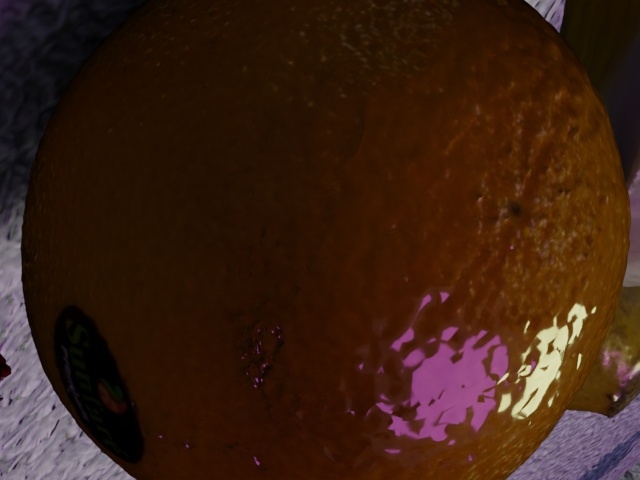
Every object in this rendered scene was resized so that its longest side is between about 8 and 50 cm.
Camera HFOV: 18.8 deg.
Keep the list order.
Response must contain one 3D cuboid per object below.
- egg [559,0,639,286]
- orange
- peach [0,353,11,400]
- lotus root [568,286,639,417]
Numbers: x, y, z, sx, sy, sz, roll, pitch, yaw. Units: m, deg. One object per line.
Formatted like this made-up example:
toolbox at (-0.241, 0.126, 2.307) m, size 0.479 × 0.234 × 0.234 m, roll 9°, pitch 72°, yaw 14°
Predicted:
egg at (0.236, -0.115, 0.964) m, size 0.337 × 0.201 × 0.337 m, roll -167°, pitch -90°, yaw -89°
orange at (0.000, 0.000, 0.849) m, size 0.274 × 0.274 × 0.274 m, roll -37°, pitch 162°, yaw -14°
peach at (-0.209, 0.066, 0.851) m, size 0.127 × 0.092 × 0.172 m, roll -31°, pitch 172°, yaw -14°
lotus root at (0.210, 0.045, 1.540) m, size 0.199 × 0.180 × 0.188 m, roll -31°, pitch 156°, yaw -28°
